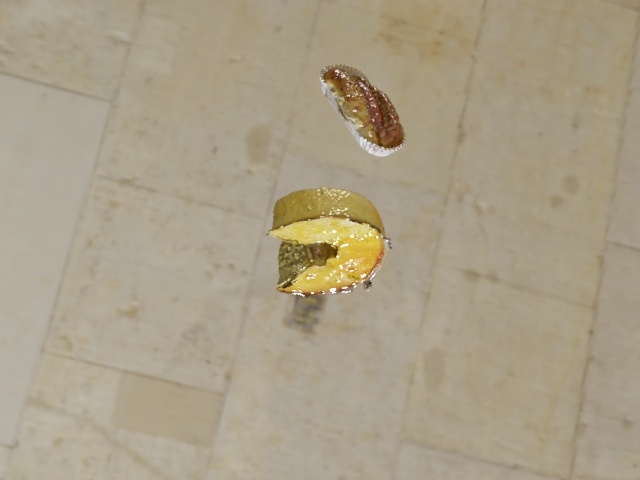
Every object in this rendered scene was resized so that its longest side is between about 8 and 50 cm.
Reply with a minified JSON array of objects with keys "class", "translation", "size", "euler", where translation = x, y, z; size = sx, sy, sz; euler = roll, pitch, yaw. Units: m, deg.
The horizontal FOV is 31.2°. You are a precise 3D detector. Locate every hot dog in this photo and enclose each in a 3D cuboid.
[{"class":"hot dog","translation":[0.068,-0.207,1.800],"size":[0.192,0.099,0.053],"euler":[60,-36,31]}]

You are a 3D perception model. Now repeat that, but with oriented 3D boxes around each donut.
[{"class":"donut","translation":[0.011,-0.002,1.374],"size":[0.181,0.146,0.078],"euler":[84,2,-57]}]
